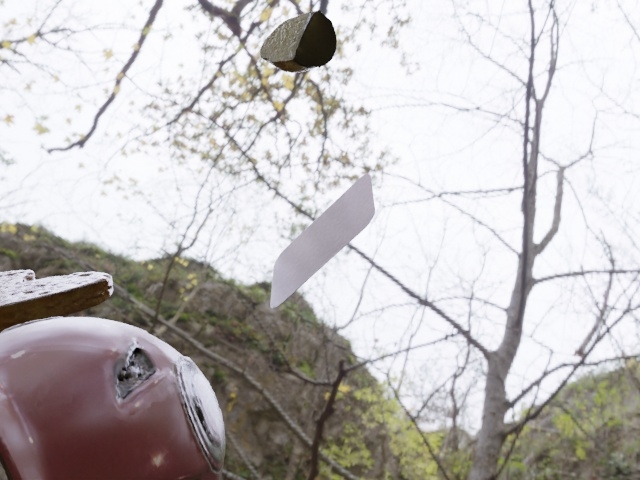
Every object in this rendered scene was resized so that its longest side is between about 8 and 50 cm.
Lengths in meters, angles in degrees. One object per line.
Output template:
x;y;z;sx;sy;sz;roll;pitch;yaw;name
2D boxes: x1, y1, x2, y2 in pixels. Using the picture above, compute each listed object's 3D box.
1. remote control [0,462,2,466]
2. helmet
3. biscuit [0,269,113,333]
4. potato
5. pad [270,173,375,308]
-0.317;0.164;0.734;0.073;0.229;0.044;27;-38;17;remote control
-0.137;0.138;0.495;0.253;0.154;0.198;-23;-93;63;helmet
-0.464;0.090;1.072;0.277;0.262;0.052;9;-72;52;biscuit
-0.036;-0.298;1.119;0.103;0.096;0.066;13;-19;48;potato
0.000;0.000;1.286;0.002;0.176;0.266;38;-65;-21;pad
